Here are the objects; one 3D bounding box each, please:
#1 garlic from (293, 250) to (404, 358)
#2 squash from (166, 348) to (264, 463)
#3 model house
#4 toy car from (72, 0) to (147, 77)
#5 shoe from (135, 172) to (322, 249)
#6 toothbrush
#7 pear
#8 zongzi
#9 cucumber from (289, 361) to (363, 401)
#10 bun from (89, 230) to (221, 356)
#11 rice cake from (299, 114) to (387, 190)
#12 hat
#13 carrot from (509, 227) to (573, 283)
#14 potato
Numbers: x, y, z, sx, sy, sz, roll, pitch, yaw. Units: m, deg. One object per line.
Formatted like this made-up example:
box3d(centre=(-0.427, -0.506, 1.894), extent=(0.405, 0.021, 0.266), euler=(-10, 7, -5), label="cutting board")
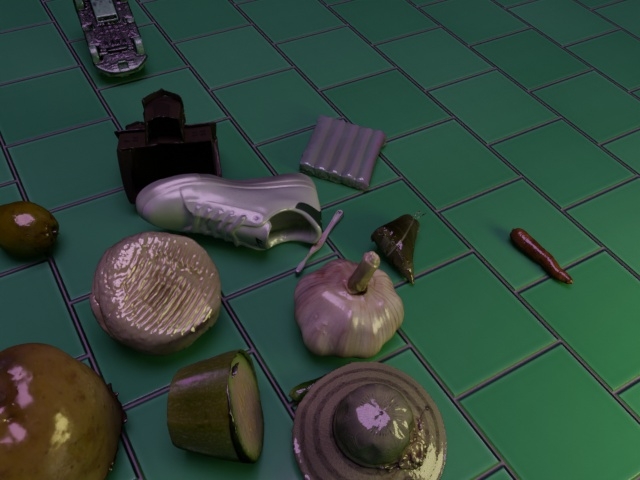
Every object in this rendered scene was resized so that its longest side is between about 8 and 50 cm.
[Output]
box3d(centre=(0.049, 0.087, 1.107), extent=(0.199, 0.226, 0.199), euler=(4, 51, -5), label="garlic")
box3d(centre=(-0.155, 0.250, 0.990), extent=(0.122, 0.170, 0.170), euler=(-3, 46, 9), label="squash")
box3d(centre=(-0.324, -0.219, 1.399), extent=(0.211, 0.204, 0.243), euler=(-6, 31, -10), label="model house")
box3d(centre=(-0.549, -0.542, 1.715), extent=(0.136, 0.125, 0.306), euler=(-17, 73, -17), label="toy car")
box3d(centre=(-0.166, -0.040, 1.274), extent=(0.362, 0.132, 0.160), euler=(-5, 46, -18), label="shoe")
box3d(centre=(0.000, 0.000, 1.320), extent=(0.017, 0.022, 0.204), euler=(28, 50, 9), label="toothbrush")
box3d(centre=(-0.562, -0.023, 1.248), extent=(0.131, 0.107, 0.107), euler=(13, 47, -5), label="pear")
box3d(centre=(0.186, 0.011, 1.319), extent=(0.154, 0.062, 0.130), euler=(-26, 74, -44), label="zongzi")
box3d(centre=(0.020, 0.237, 1.091), extent=(0.155, 0.037, 0.037), euler=(-18, 51, -20), label="cucumber")
box3d(centre=(-0.286, 0.097, 1.132), extent=(0.220, 0.134, 0.220), euler=(7, 68, -19), label="bun")
box3d(centre=(0.052, -0.207, 1.505), extent=(0.189, 0.037, 0.198), euler=(18, 48, 13), label="rice cake")
box3d(centre=(0.083, 0.275, 0.985), extent=(0.252, 0.110, 0.252), euler=(4, 56, -6), label="hat")
box3d(centre=(0.443, 0.032, 1.314), extent=(0.035, 0.036, 0.165), euler=(-27, 57, -26), label="carrot")
box3d(centre=(-0.412, 0.267, 0.917), extent=(0.242, 0.243, 0.285), euler=(23, 52, 16), label="potato")
